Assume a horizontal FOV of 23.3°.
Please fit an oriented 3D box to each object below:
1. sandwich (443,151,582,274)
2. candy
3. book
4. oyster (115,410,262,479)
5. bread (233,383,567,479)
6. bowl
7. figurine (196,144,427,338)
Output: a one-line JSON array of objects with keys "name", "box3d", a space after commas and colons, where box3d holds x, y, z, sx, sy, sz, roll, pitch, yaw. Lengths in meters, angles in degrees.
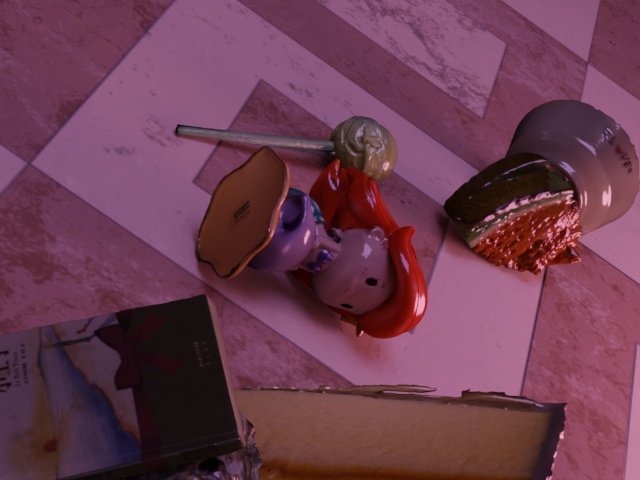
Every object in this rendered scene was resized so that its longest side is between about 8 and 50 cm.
[{"name": "sandwich", "box3d": [0.273, -0.024, 2.210, 0.184, 0.160, 0.109, -23, 32, -11]}, {"name": "candy", "box3d": [-0.043, -0.129, 2.068, 0.335, 0.093, 0.092, 3, 2, -32]}, {"name": "book", "box3d": [-0.221, 0.144, 1.380, 0.289, 0.026, 0.201, -12, 41, -6]}, {"name": "oyster", "box3d": [-0.144, 0.196, 1.402, 0.198, 0.112, 0.267, -22, 39, -39]}, {"name": "bread", "box3d": [0.012, 0.223, 1.511, 0.405, 0.242, 0.346, 35, 29, -13]}, {"name": "bowl", "box3d": [0.357, -0.092, 2.307, 0.211, 0.211, 0.112, 42, 45, 7]}, {"name": "figurine", "box3d": [0.006, -0.003, 1.845, 0.257, 0.181, 0.208, 25, 4, -33]}]
